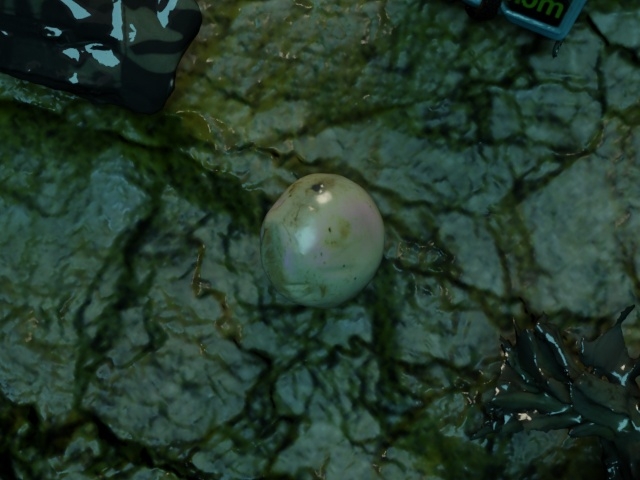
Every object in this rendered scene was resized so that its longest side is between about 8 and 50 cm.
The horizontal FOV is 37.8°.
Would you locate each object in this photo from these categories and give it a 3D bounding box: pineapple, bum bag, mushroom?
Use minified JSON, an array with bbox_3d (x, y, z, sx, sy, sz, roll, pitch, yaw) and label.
[{"bbox_3d":[0.218,0.121,0.555,0.251,0.125,0.125,25,91,11],"label":"pineapple"},{"bbox_3d":[-0.238,-0.171,0.559,0.340,0.095,0.144,10,106,2],"label":"bum bag"},{"bbox_3d":[0.000,0.000,0.569,0.083,0.067,0.084,-7,102,-33],"label":"mushroom"}]

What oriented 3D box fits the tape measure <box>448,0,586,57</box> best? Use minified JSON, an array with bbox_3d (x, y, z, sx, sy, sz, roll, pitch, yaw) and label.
[{"bbox_3d":[0.113,-0.194,0.541,0.125,0.081,0.146,28,129,7],"label":"tape measure"}]
